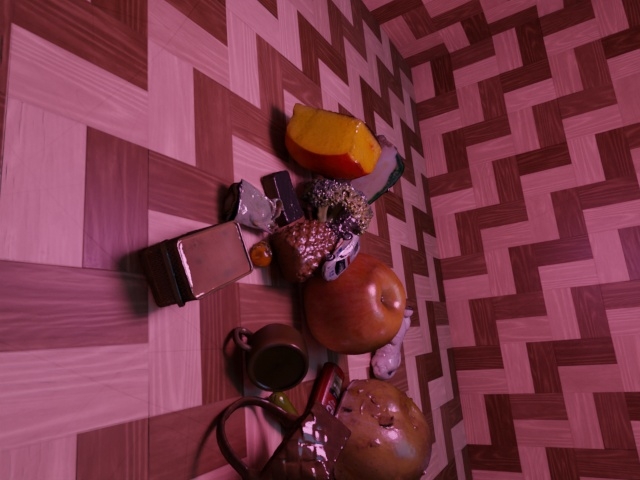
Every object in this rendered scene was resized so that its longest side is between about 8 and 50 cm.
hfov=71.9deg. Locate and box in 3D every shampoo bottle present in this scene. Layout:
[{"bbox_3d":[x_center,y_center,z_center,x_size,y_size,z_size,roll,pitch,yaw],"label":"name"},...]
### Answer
[{"bbox_3d":[0.010,0.591,1.570,0.314,0.076,0.118,-65,142,-47],"label":"shampoo bottle"}]

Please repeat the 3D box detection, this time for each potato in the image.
[{"bbox_3d":[0.256,0.729,1.657,0.442,0.319,0.385,-38,124,-63],"label":"potato"}]

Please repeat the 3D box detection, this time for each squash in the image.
[{"bbox_3d":[-0.109,0.550,1.397,0.201,0.066,0.066,66,31,-32],"label":"squash"}]

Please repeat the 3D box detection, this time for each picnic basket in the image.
[{"bbox_3d":[-0.131,0.550,1.190,0.293,0.337,0.337,-24,100,-70],"label":"picnic basket"},{"bbox_3d":[-0.314,0.057,1.144,0.267,0.139,0.165,-30,105,-60],"label":"picnic basket"}]

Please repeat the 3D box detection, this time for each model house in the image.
[{"bbox_3d":[0.181,-0.354,2.018,0.284,0.298,0.243,50,4,36],"label":"model house"}]

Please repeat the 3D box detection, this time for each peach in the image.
[{"bbox_3d":[0.051,-0.364,1.748,0.306,0.380,0.242,80,23,-80],"label":"peach"}]

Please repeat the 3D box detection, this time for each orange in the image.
[{"bbox_3d":[-0.188,0.047,1.450,0.086,0.062,0.086,25,61,-56],"label":"orange"}]

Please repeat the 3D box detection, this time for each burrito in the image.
[{"bbox_3d":[-0.216,-0.099,1.435,0.229,0.089,0.144,26,72,-54],"label":"burrito"}]

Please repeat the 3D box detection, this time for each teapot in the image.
[{"bbox_3d":[-0.144,0.327,1.328,0.268,0.185,0.175,29,13,-20],"label":"teapot"}]

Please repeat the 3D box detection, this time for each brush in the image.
[{"bbox_3d":[-0.136,-0.155,1.619,0.123,0.059,0.197,-37,111,-57],"label":"brush"}]

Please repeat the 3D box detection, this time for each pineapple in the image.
[{"bbox_3d":[0.000,0.000,1.564,0.362,0.202,0.202,-29,106,-31],"label":"pineapple"}]

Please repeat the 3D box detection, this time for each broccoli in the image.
[{"bbox_3d":[0.076,-0.105,1.780,0.375,0.249,0.302,43,41,-53],"label":"broccoli"}]

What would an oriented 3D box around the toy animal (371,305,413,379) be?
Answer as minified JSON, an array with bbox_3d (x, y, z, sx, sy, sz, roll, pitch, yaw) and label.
[{"bbox_3d":[0.317,0.468,2.082,0.258,0.194,0.357,41,57,-81],"label":"toy animal"}]

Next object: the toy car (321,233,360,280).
[{"bbox_3d":[0.074,0.060,1.509,0.205,0.056,0.095,-47,144,-37],"label":"toy car"}]

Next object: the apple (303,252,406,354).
[{"bbox_3d":[0.128,0.234,1.646,0.391,0.347,0.391,22,62,-49],"label":"apple"}]
